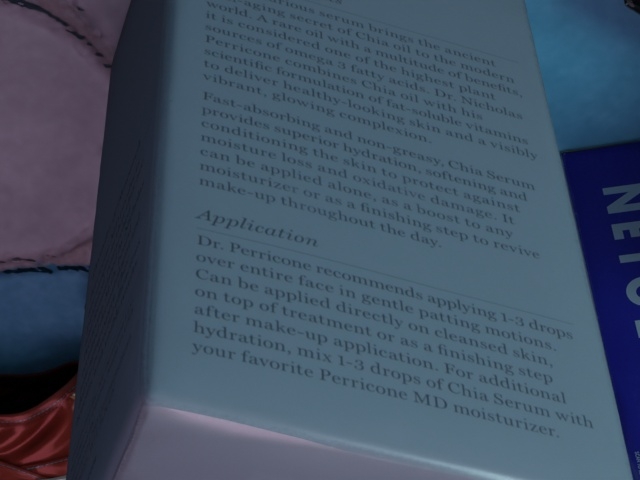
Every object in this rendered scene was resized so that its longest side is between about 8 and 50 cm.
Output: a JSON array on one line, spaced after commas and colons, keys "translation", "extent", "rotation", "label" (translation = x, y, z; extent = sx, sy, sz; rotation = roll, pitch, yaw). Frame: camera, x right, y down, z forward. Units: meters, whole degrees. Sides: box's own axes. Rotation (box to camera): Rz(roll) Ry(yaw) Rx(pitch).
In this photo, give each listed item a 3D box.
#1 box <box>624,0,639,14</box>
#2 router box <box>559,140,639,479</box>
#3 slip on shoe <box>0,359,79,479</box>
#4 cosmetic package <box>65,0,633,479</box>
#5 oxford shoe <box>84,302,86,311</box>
[{"translation": [0.314, -0.193, 1.021], "extent": [0.175, 0.051, 0.220], "rotation": [26, 125, -23], "label": "box"}, {"translation": [0.231, 0.149, 1.124], "extent": [0.082, 0.335, 0.301], "rotation": [-8, 128, 5], "label": "router box"}, {"translation": [-0.312, 0.141, 1.255], "extent": [0.331, 0.123, 0.101], "rotation": [-4, 107, 2], "label": "slip on shoe"}, {"translation": [0.000, 0.000, 0.912], "extent": [0.230, 0.453, 0.161], "rotation": [15, 128, -13], "label": "cosmetic package"}, {"translation": [-0.098, 0.122, 1.246], "extent": [0.083, 0.096, 0.227], "rotation": [-23, 125, 19], "label": "oxford shoe"}]
